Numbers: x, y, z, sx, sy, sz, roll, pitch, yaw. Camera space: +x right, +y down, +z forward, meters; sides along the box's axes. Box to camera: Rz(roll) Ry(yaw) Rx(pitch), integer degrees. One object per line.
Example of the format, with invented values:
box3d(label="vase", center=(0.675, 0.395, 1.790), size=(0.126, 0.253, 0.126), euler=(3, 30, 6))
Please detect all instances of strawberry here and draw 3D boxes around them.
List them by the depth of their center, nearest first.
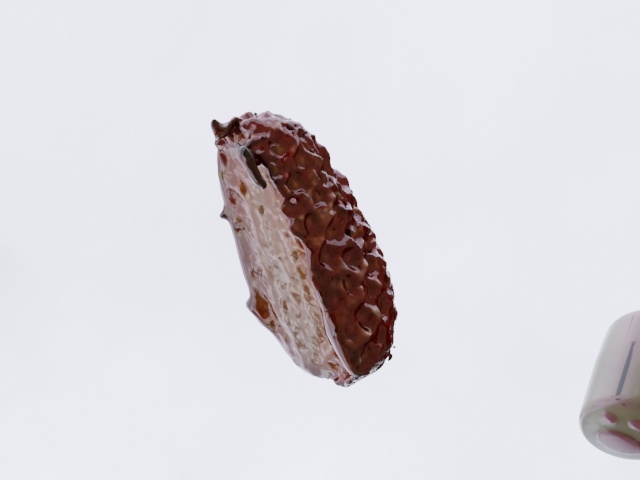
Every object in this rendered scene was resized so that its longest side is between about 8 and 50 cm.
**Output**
box3d(label="strawberry", center=(0.000, 0.000, 1.181), size=(0.082, 0.121, 0.188), euler=(-29, -60, -22))

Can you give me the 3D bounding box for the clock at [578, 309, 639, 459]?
box3d(label="clock", center=(0.362, 0.113, 1.373), size=(0.284, 0.309, 0.114), euler=(31, -120, -10))
